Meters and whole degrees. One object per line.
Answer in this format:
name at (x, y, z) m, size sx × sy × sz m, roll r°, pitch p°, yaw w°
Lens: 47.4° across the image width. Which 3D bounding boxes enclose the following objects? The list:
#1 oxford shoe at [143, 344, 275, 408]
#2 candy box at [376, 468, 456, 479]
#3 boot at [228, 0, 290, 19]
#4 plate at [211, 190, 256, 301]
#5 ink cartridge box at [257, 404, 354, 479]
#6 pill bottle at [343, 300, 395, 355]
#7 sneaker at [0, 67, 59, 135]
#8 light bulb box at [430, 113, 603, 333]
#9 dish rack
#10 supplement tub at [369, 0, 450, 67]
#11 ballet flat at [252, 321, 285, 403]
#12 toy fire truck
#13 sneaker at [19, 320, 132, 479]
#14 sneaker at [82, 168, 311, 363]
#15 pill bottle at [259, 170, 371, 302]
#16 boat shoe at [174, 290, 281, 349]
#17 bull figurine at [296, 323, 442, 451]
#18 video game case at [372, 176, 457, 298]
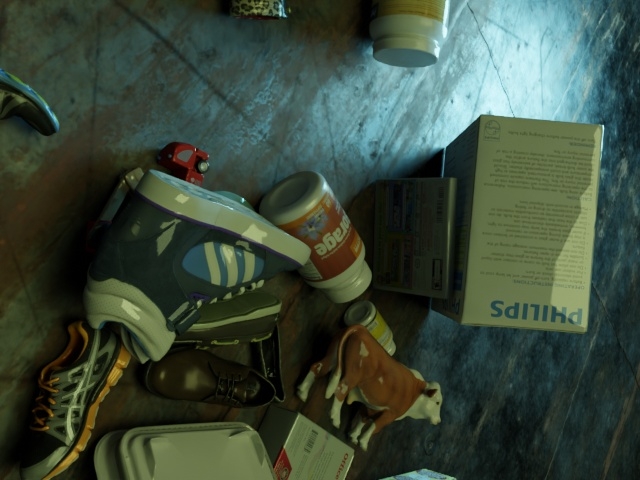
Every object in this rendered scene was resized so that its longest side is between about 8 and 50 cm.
oxford shoe at (-0.156, 0.206, 1.082) m, size 0.227 × 0.096 × 0.083 m, roll 16°, pitch 83°, yaw -44°
candy box at (0.141, 0.567, 1.425) m, size 0.316 × 0.087 × 0.183 m, roll 8°, pitch 87°, yaw -46°
boot at (-0.062, -0.439, 1.148) m, size 0.236 × 0.085 × 0.179 m, roll -14°, pitch 107°, yaw -43°
plate at (-0.149, 0.017, 1.126) m, size 0.188 × 0.024 × 0.188 m, roll -4°, pitch 95°, yaw -47°
ink cartridge box at (-0.036, 0.376, 1.235) m, size 0.175 × 0.072 × 0.127 m, roll 44°, pitch 62°, yaw -39°
pill bottle at (0.096, 0.172, 1.366) m, size 0.065 × 0.065 × 0.116 m, roll -55°, pitch 129°, yaw -29°
sneaker at (-0.392, -0.166, 0.838) m, size 0.188 × 0.067 × 0.078 m, roll 25°, pitch 96°, yaw -47°
light bulb box at (0.357, -0.022, 1.395) m, size 0.358 × 0.225 × 0.361 m, roll 66°, pitch 29°, yaw -88°
dish rack at (-0.137, 0.388, 0.987) m, size 0.285 × 0.072 × 0.333 m, roll 12°, pitch 43°, yaw -47°
supplement tub at (0.165, -0.433, 1.339) m, size 0.144 × 0.144 × 0.200 m, roll 9°, pitch 86°, yaw -47°
ballet flat at (-0.079, 0.181, 1.192) m, size 0.057 × 0.049 × 0.173 m, roll -15°, pitch 104°, yaw -46°
toy fire truck at (-0.237, -0.058, 1.011) m, size 0.135 × 0.047 × 0.192 m, roll 24°, pitch 73°, yaw -42°
sneaker at (-0.324, 0.199, 0.919) m, size 0.083 × 0.084 × 0.215 m, roll 46°, pitch 51°, yaw -36°
sneaker at (-0.171, 0.057, 0.986) m, size 0.322 × 0.130 × 0.236 m, roll 24°, pitch 96°, yaw -53°
pill bottle at (0.000, 0.000, 1.212) m, size 0.121 × 0.121 × 0.216 m, roll -54°, pitch 128°, yaw -29°
boat shoe at (-0.159, 0.128, 1.080) m, size 0.227 × 0.081 × 0.069 m, roll -5°, pitch 115°, yaw -36°
bull figurine at (0.099, 0.277, 1.328) m, size 0.188 × 0.101 × 0.310 m, roll -51°, pitch 123°, yaw -11°
video game case at (0.170, -0.008, 1.338) m, size 0.023 × 0.193 × 0.213 m, roll 0°, pitch 93°, yaw -38°
